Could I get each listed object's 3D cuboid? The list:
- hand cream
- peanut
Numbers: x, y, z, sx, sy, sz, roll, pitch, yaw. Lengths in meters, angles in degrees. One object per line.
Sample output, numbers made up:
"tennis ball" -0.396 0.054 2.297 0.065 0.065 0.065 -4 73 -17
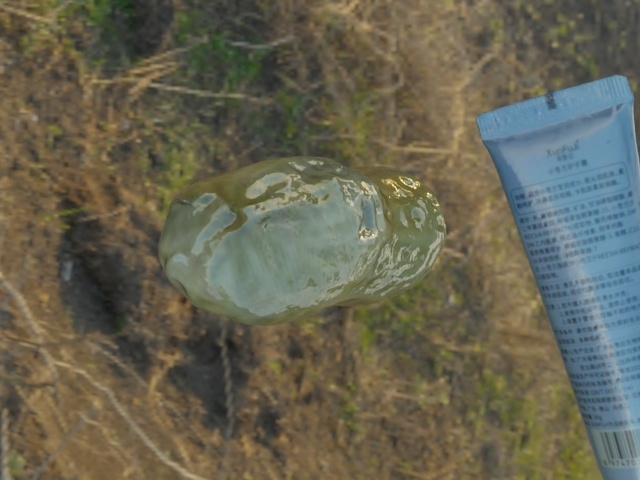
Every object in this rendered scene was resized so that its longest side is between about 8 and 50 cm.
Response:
"hand cream" 0.173 0.041 0.786 0.058 0.091 0.271 -42 116 -70
"peanut" 0.000 0.000 0.728 0.214 0.099 0.099 4 92 -57
